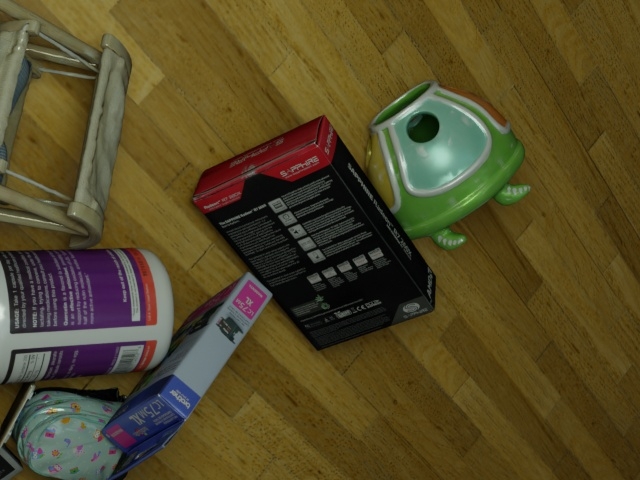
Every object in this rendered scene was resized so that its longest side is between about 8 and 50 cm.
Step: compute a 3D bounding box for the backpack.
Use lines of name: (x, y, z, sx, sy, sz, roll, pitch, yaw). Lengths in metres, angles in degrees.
backpack: (-0.361, 0.290, 1.418, 0.182, 0.115, 0.152, 24, 90, -33)

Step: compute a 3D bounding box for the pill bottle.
pill bottle: (-0.378, 0.102, 1.321, 0.323, 0.181, 0.181, -1, 102, -32)

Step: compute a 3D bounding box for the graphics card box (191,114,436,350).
graphics card box: (0.000, 0.000, 1.515, 0.371, 0.233, 0.094, 53, 28, -29)

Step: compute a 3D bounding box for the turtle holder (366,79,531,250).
turtle holder: (0.171, -0.124, 1.614, 0.227, 0.320, 0.243, 53, 30, -16)

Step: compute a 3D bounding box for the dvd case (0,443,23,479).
dvd case: (-0.529, 0.309, 1.296, 0.179, 0.029, 0.239, -35, 145, -15)

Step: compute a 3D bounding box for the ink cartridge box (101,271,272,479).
ink cartridge box: (-0.203, 0.192, 1.380, 0.065, 0.186, 0.311, 42, 46, -12)

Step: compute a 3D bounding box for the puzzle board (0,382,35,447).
puzzle board: (-0.428, 0.236, 1.355, 0.011, 0.128, 0.096, 28, 86, -16)

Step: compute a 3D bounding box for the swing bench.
swing bench: (-0.368, -0.148, 1.232, 0.254, 0.165, 0.253, 17, 70, -33)
